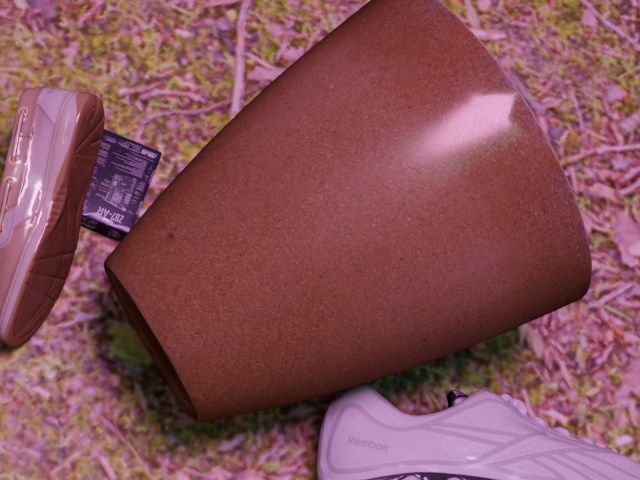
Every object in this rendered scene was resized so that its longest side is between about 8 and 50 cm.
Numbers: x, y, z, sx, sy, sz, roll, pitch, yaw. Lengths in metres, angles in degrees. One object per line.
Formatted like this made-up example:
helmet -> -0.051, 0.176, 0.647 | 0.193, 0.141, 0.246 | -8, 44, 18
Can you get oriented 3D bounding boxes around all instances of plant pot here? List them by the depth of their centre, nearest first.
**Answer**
plant pot -> 0.000, 0.000, 1.172 | 0.254, 0.237, 0.237 | -31, 79, -10

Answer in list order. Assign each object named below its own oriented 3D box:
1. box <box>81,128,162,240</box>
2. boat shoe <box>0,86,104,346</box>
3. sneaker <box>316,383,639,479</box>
box -> -0.156, -0.044, 1.238 | 0.083, 0.018, 0.067 | 21, 63, -7
boat shoe -> -0.189, -0.018, 1.186 | 0.059, 0.063, 0.170 | 15, 85, 16
sneaker -> 0.136, 0.154, 1.199 | 0.292, 0.110, 0.118 | 7, 57, -14
